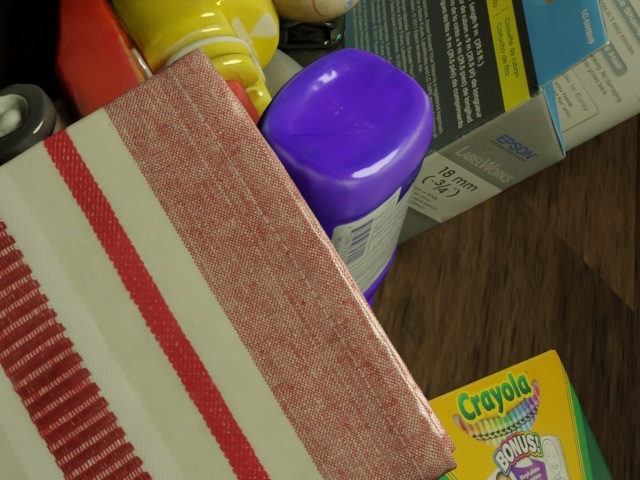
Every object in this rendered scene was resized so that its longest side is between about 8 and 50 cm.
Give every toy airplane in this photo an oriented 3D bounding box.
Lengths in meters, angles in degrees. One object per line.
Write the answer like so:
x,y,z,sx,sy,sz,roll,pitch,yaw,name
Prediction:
-0.095,-0.194,0.922,0.386,0.273,0.384,-51,126,-76,toy airplane

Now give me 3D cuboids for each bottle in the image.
0.000,0.000,0.836,0.092,0.283,0.118,35,60,14,bottle

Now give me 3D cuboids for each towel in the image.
-0.133,0.088,0.593,0.237,0.329,0.037,59,-3,8,towel

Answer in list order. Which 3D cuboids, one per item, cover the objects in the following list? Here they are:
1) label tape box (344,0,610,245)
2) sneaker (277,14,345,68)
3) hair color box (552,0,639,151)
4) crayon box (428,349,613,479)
0.131,-0.163,1.130,0.106,0.334,0.240,26,48,-39,label tape box
-0.025,-0.220,1.080,0.106,0.101,0.267,-118,-161,-64,sneaker
0.289,-0.221,1.326,0.185,0.374,0.113,57,36,-6,hair color box
0.152,0.209,1.118,0.278,0.081,0.165,-12,76,-53,crayon box
